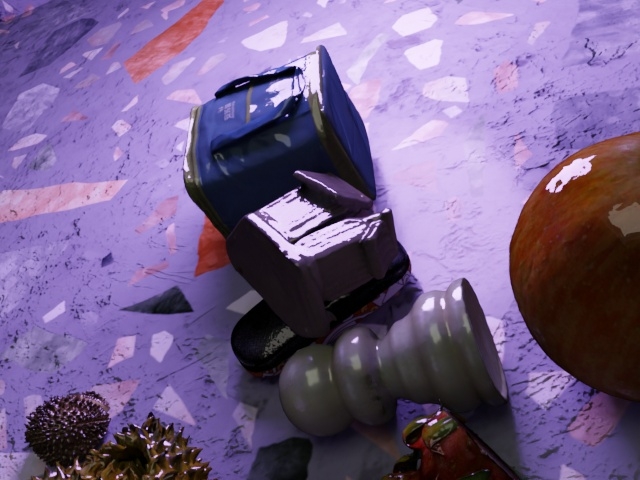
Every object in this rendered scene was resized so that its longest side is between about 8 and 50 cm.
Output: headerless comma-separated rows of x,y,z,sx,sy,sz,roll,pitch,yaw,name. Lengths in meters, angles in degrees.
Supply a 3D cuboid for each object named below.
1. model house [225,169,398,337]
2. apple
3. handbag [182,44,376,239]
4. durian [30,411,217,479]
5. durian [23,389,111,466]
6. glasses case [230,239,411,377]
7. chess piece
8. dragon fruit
-0.006,-0.002,0.960,0.188,0.122,0.229,-36,45,-16,model house
0.347,0.014,0.751,0.309,0.250,0.277,-28,40,-3,apple
-0.060,-0.140,1.156,0.240,0.222,0.263,-22,43,15,handbag
-0.207,0.327,0.760,0.258,0.258,0.293,12,44,37,durian
-0.363,0.251,1.042,0.140,0.071,0.111,-16,42,21,durian
0.001,0.083,1.010,0.266,0.067,0.103,-33,42,-6,glasses case
0.069,0.150,0.863,0.251,0.144,0.144,-21,41,16,chess piece
0.140,0.234,0.757,0.175,0.138,0.142,-43,-8,28,dragon fruit
